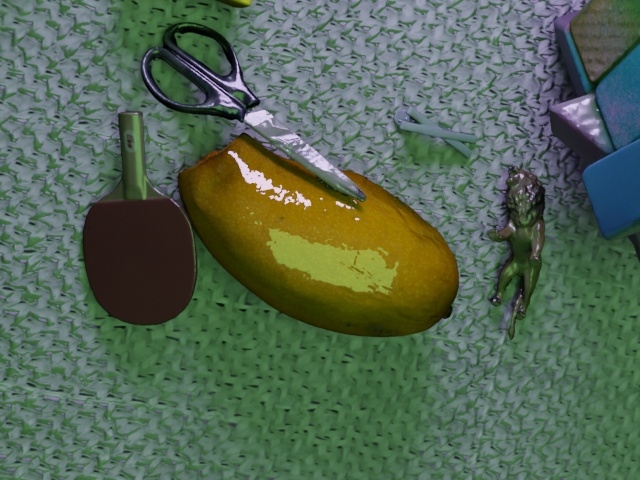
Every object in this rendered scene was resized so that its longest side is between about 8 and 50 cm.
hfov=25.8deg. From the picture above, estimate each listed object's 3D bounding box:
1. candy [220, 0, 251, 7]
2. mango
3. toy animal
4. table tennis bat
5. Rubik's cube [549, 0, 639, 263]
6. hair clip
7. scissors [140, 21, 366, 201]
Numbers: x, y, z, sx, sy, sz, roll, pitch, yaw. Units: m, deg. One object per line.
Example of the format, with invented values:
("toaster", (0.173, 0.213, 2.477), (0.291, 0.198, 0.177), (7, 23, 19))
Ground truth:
("candy", (-0.110, -0.411, 1.550), (0.146, 0.088, 0.276), (18, 94, -19))
("mango", (-0.003, 0.003, 1.619), (0.359, 0.144, 0.187), (20, 75, -11))
("toy animal", (0.246, 0.020, 1.725), (0.069, 0.086, 0.219), (11, 103, 22))
("table tennis bat", (-0.207, -0.024, 1.588), (0.138, 0.022, 0.246), (1, 101, 14))
("Rubik's cube", (0.449, -0.169, 1.616), (0.358, 0.368, 0.387), (-20, 105, 6))
("hair clip", (0.140, -0.134, 1.698), (0.115, 0.039, 0.030), (21, 101, -29))
("scissors", (-0.068, -0.136, 1.575), (0.300, 0.022, 0.109), (37, 70, 4))
